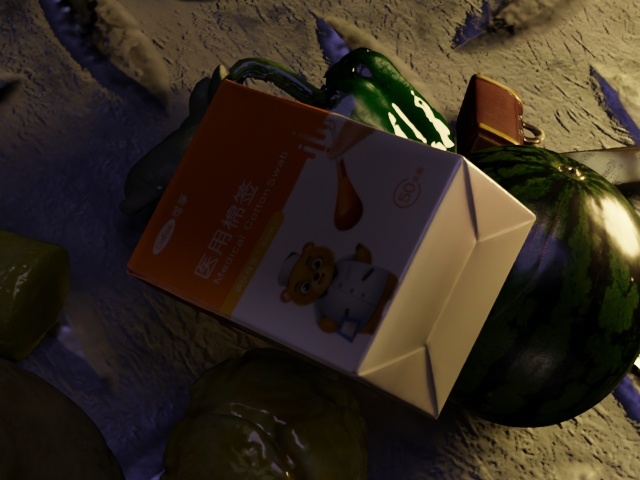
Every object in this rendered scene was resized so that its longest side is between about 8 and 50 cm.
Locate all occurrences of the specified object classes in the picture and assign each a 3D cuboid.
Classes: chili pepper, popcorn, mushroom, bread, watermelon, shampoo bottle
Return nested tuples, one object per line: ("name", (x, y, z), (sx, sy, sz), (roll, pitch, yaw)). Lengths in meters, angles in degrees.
("chili pepper", (0.020, -0.130, 1.725), (0.261, 0.165, 0.174), (37, 70, -14))
("popcorn", (-0.053, 0.215, 1.519), (0.204, 0.184, 0.221), (30, 54, 14))
("mushroom", (-0.278, 0.251, 1.440), (0.212, 0.217, 0.292), (19, 59, -3))
("bread", (-0.328, 0.048, 1.617), (0.114, 0.111, 0.129), (19, 55, 11))
("watermelon", (0.203, 0.045, 1.599), (0.285, 0.285, 0.285), (4, 60, -7))
("shampoo bottle", (0.313, -0.075, 1.817), (0.207, 0.057, 0.064), (-6, 72, -10))

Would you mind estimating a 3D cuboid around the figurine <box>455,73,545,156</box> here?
("figurine", (0.211, -0.130, 1.799), (0.098, 0.082, 0.154), (11, 37, -2))

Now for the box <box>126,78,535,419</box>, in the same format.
("box", (0.000, 0.000, 1.490), (0.341, 0.143, 0.225), (22, 83, 41))

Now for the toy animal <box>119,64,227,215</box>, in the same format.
("toy animal", (-0.123, -0.101, 1.730), (0.127, 0.125, 0.251), (-4, 37, 22))
